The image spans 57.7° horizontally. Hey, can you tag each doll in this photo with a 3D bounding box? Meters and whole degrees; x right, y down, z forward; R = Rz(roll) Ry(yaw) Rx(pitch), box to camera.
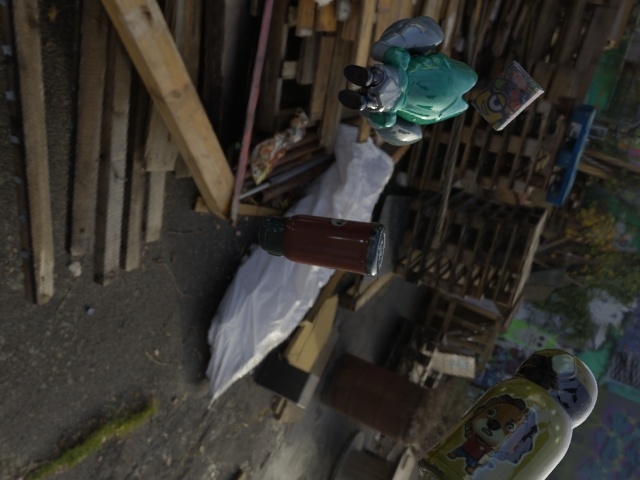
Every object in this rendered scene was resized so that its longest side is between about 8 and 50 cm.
[{"bbox_3d":[0.130,-0.251,0.875,0.194,0.153,0.258,-57,145,8],"label":"doll"}]

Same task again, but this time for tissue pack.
[{"bbox_3d":[0.482,-0.373,1.502,0.148,0.108,0.060,-45,165,27],"label":"tissue pack"}]

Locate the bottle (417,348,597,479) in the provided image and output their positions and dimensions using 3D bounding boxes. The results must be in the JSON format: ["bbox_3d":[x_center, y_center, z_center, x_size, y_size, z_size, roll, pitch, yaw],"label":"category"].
[{"bbox_3d":[0.347,0.335,1.033,0.351,0.172,0.171,-41,147,-18],"label":"bottle"}]

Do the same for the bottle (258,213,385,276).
[{"bbox_3d":[0.000,0.000,1.565,0.144,0.337,0.143,10,90,-75],"label":"bottle"}]
